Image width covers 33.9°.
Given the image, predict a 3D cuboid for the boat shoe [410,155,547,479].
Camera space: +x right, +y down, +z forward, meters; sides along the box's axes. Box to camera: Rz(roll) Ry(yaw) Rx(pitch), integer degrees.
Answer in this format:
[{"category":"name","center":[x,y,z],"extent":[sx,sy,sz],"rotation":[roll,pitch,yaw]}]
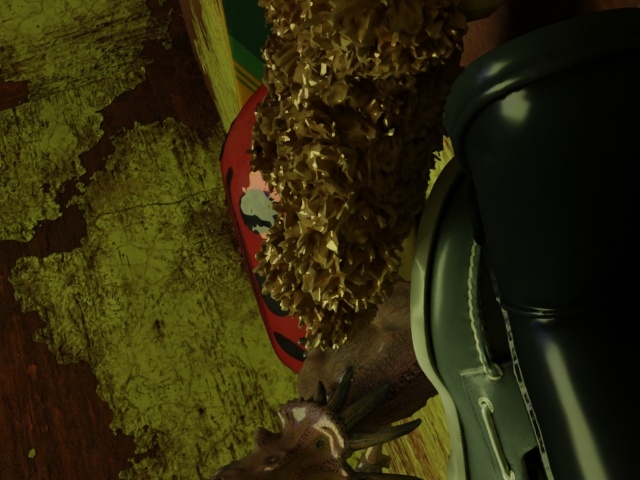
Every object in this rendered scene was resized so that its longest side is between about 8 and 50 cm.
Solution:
[{"category":"boat shoe","center":[0.134,0.092,0.670],"extent":[0.099,0.116,0.320],"rotation":[13,124,39]}]

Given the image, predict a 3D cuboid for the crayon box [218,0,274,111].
[{"category":"crayon box","center":[-0.068,-0.253,1.158],"extent":[0.323,0.083,0.203],"rotation":[86,174,-63]}]

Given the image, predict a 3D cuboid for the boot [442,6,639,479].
[{"category":"boot","center":[0.128,0.040,0.455],"extent":[0.246,0.094,0.207],"rotation":[70,-178,-72]}]

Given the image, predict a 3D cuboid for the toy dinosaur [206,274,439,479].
[{"category":"toy dinosaur","center":[0.051,0.092,0.759],"extent":[0.127,0.296,0.200],"rotation":[37,179,-1]}]

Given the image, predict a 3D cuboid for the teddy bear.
[{"category":"teddy bear","center":[0.034,-0.076,0.553],"extent":[0.245,0.113,0.338],"rotation":[-57,-18,-48]}]

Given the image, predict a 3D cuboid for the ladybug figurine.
[{"category":"ladybug figurine","center":[0.000,0.000,1.094],"extent":[0.449,0.161,0.305],"rotation":[79,170,-47]}]
